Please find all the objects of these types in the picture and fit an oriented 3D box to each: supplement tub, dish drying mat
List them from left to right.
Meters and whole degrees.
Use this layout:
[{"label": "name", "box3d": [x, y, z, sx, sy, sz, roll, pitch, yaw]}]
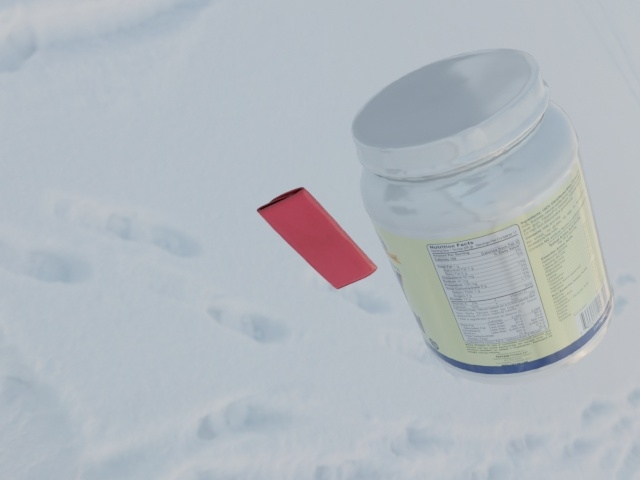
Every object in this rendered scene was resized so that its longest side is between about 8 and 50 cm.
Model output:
[{"label": "dish drying mat", "box3d": [0.000, 0.000, 0.390, 0.083, 0.032, 0.008, 46, 31, -40]}, {"label": "supplement tub", "box3d": [0.184, -0.023, 0.768, 0.325, 0.235, 0.235, 63, 28, -30]}]
